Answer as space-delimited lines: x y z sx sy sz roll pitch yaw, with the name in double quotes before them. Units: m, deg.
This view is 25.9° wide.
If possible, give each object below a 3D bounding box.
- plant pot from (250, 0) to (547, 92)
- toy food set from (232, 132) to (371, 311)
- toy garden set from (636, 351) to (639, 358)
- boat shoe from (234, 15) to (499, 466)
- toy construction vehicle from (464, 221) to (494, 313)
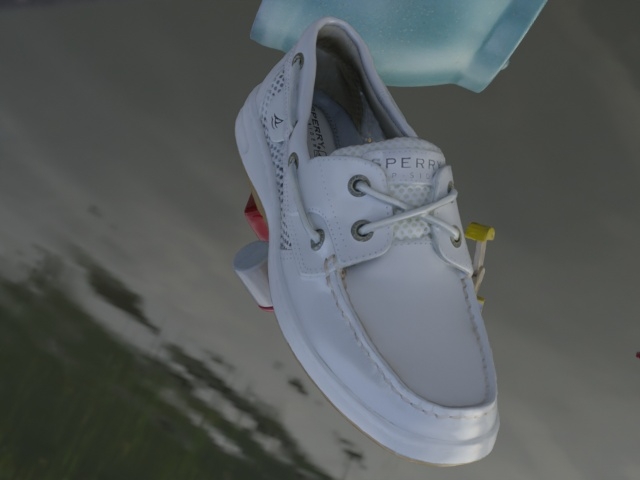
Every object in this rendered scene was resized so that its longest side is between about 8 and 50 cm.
"plant pot" 0.098 -0.245 1.163 0.196 0.293 0.293 32 152 -2
"toy food set" 0.000 0.000 1.263 0.111 0.232 0.104 -11 129 26
"toy garden set" 0.359 0.155 1.269 0.244 0.203 0.049 -3 151 -47
"boat shoe" 0.026 -0.014 0.714 0.098 0.277 0.096 2 134 -30
"toy construction vehicle" 0.054 0.030 0.819 0.086 0.098 0.035 15 -178 30
